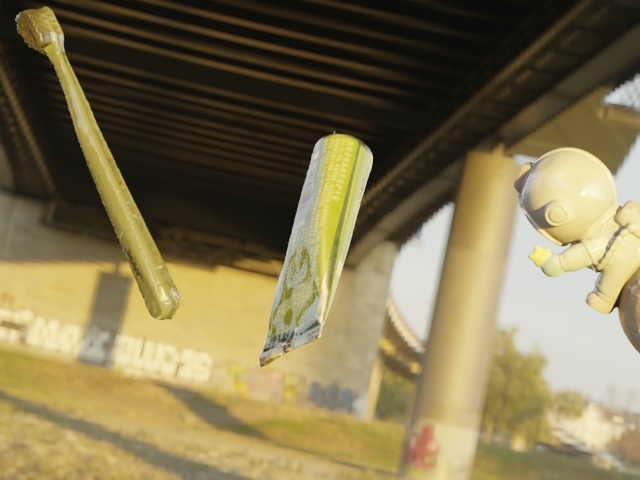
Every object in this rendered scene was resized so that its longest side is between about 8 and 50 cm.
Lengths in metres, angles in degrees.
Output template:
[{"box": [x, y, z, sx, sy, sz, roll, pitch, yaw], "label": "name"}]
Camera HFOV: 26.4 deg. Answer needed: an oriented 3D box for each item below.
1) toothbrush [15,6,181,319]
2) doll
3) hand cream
[{"box": [-0.187, -0.067, 1.151, 0.030, 0.297, 0.031, -31, -11, 30], "label": "toothbrush"}, {"box": [0.327, 0.011, 1.458, 0.287, 0.151, 0.151, 44, -5, 6], "label": "doll"}, {"box": [0.000, 0.000, 1.187, 0.055, 0.235, 0.086, 31, -38, -23], "label": "hand cream"}]
